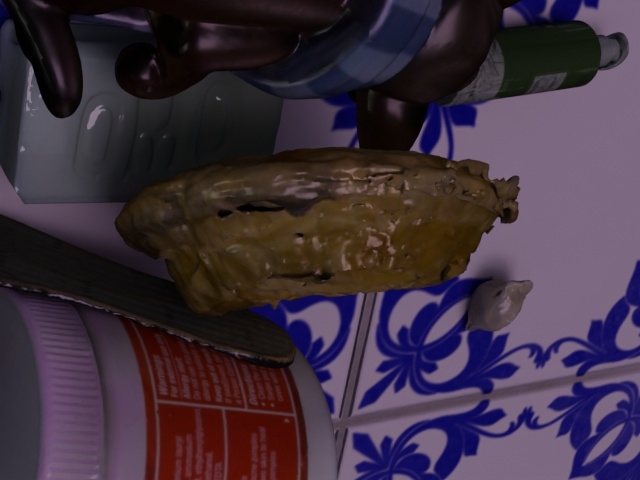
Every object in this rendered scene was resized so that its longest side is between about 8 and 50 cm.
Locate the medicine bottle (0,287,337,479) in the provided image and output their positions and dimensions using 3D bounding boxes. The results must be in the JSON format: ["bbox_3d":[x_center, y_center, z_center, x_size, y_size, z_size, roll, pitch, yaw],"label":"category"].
[{"bbox_3d":[-0.150,0.168,0.835,0.240,0.252,0.253,13,108,-37],"label":"medicine bottle"}]

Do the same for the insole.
[{"bbox_3d":[-0.174,0.021,0.786,0.348,0.119,0.009,21,107,-17],"label":"insole"}]

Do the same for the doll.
[{"bbox_3d":[-0.021,-0.201,0.744,0.339,0.209,0.318,15,106,-41],"label":"doll"}]

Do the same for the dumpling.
[{"bbox_3d":[0.180,0.066,1.128,0.057,0.052,0.076,4,111,-22],"label":"dumpling"}]

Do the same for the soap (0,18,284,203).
[{"bbox_3d":[-0.130,-0.091,0.825,0.198,0.066,0.119,-2,115,-32],"label":"soap"}]

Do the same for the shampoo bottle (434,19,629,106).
[{"bbox_3d":[0.186,-0.159,1.003,0.204,0.065,0.065,-12,121,-28],"label":"shampoo bottle"}]

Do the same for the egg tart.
[{"bbox_3d":[0.000,0.000,0.786,0.278,0.279,0.095,1,82,-34],"label":"egg tart"}]
